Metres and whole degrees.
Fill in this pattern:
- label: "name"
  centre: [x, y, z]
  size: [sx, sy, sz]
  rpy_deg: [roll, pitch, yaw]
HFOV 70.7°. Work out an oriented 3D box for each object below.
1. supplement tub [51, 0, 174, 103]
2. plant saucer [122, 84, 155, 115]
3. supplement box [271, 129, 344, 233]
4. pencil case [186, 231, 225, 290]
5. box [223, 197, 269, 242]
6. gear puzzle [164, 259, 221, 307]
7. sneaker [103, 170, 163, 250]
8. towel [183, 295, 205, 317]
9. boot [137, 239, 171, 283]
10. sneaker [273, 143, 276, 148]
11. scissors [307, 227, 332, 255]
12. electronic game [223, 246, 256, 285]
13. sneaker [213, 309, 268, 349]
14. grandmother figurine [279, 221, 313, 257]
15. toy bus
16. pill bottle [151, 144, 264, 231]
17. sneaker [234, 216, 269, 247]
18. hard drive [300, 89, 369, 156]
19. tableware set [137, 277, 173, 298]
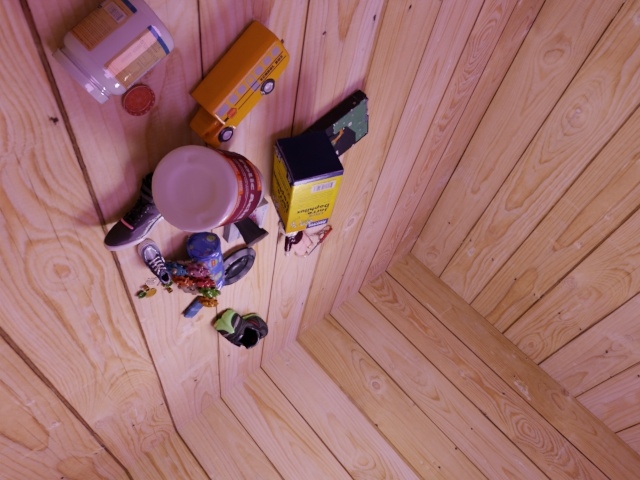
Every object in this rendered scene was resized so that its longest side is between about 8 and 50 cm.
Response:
- label: "supplement tub"
  centre: [-0.415, -0.389, 0.912]
  size: [0.200, 0.144, 0.144]
  rpy_deg: [-44, 159, -5]
- label: "plant saucer"
  centre: [-0.447, -0.345, 1.111]
  size: [0.083, 0.013, 0.083]
  rpy_deg: [-38, 158, -19]
- label: "supplement box"
  centre: [-0.062, -0.211, 1.710]
  size: [0.195, 0.194, 0.356]
  rpy_deg: [-15, 154, -17]
- label: "pencil case"
  centre: [-0.441, 0.092, 1.753]
  size: [0.133, 0.119, 0.306]
  rpy_deg: [-50, 163, -31]
- label: "box"
  centre: [-0.300, -0.080, 1.822]
  size: [0.186, 0.038, 0.145]
  rpy_deg: [-30, 154, -38]
- label: "gear puzzle"
  centre: [-0.483, 0.184, 1.744]
  size: [0.339, 0.176, 0.044]
  rpy_deg: [82, 13, -54]
- label: "sneaker"
  centre: [-0.518, -0.100, 1.309]
  size: [0.296, 0.104, 0.147]
  rpy_deg: [-42, 157, -25]
- label: "towel"
  centre: [-0.561, 0.298, 2.027]
  size: [0.119, 0.029, 0.067]
  rpy_deg: [-47, 159, 4]
- label: "boot"
  centre: [-0.561, 0.074, 1.548]
  size: [0.069, 0.086, 0.190]
  rpy_deg: [-38, 157, -20]
- label: "sneaker"
  centre: [-0.148, -0.332, 1.660]
  size: [0.037, 0.032, 0.083]
  rpy_deg: [-55, 156, 22]
- label: "scissors"
  centre: [0.000, 0.000, 2.422]
  size: [0.109, 0.021, 0.297]
  rpy_deg: [-49, 177, 23]
- label: "electronic game"
  centre: [-0.381, 0.118, 2.010]
  size: [0.229, 0.048, 0.229]
  rpy_deg: [-39, 159, -18]
- label: "sneaker"
  centre: [-0.405, 0.509, 2.452]
  size: [0.185, 0.202, 0.483]
  rpy_deg: [-47, 159, 3]
- label: "grandmother figurine"
  centre: [-0.124, -0.016, 2.194]
  size: [0.342, 0.104, 0.207]
  rpy_deg: [64, 44, -64]
- label: "toy bus"
  centre: [-0.235, -0.420, 1.238]
  size: [0.332, 0.108, 0.130]
  rpy_deg: [-47, 158, 4]
- label: "pill bottle"
  centre: [-0.298, -0.153, 1.314]
  size: [0.224, 0.224, 0.392]
  rpy_deg: [-50, 180, 10]
- label: "sneaker"
  centre: [-0.271, -0.050, 1.781]
  size: [0.083, 0.118, 0.222]
  rpy_deg: [-31, -173, 3]
- label: "hard drive"
  centre: [0.056, -0.425, 1.827]
  size: [0.339, 0.064, 0.237]
  rpy_deg: [-40, 158, -12]
- label: "tableware set"
  centre: [-0.620, 0.186, 1.726]
  size: [0.104, 0.024, 0.154]
  rpy_deg: [-51, 159, 14]
